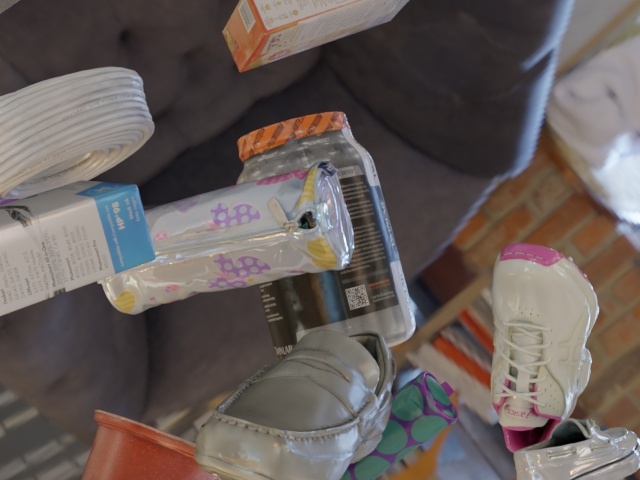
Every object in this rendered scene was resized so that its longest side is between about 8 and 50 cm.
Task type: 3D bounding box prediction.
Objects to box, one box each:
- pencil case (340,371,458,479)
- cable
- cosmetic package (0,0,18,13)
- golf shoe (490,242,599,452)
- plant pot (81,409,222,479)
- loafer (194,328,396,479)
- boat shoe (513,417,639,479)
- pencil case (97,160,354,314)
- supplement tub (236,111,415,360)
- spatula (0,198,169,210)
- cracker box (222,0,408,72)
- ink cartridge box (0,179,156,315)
[{"bbox_3d":[0.073,0.204,1.301,0.151,0.064,0.070,-40,166,19],"label":"pencil case"},{"bbox_3d":[-0.309,-0.108,1.384,0.257,0.089,0.257,-26,177,3],"label":"cable"},{"bbox_3d":[-0.473,-0.307,1.492,0.238,0.127,0.107,-39,145,-27],"label":"cosmetic package"},{"bbox_3d":[0.239,0.128,1.355,0.306,0.115,0.140,69,37,-48],"label":"golf shoe"},{"bbox_3d":[-0.130,0.327,1.115,0.272,0.272,0.265,65,45,-71],"label":"plant pot"},{"bbox_3d":[-0.010,0.122,0.944,0.319,0.112,0.111,-2,109,-77],"label":"loafer"},{"bbox_3d":[0.284,0.227,1.332,0.083,0.076,0.226,-15,179,36],"label":"boat shoe"},{"bbox_3d":[-0.100,0.001,1.291,0.273,0.113,0.124,-12,-164,19],"label":"pencil case"},{"bbox_3d":[0.000,0.000,1.638,0.193,0.316,0.193,-14,178,0],"label":"supplement tub"},{"bbox_3d":[-0.274,-0.020,1.471,0.296,0.030,0.084,-12,111,-53],"label":"spatula"},{"bbox_3d":[0.003,-0.300,1.567,0.232,0.067,0.156,-21,176,-19],"label":"cracker box"},{"bbox_3d":[-0.224,0.010,0.882,0.180,0.060,0.104,-21,-164,-31],"label":"ink cartridge box"}]
